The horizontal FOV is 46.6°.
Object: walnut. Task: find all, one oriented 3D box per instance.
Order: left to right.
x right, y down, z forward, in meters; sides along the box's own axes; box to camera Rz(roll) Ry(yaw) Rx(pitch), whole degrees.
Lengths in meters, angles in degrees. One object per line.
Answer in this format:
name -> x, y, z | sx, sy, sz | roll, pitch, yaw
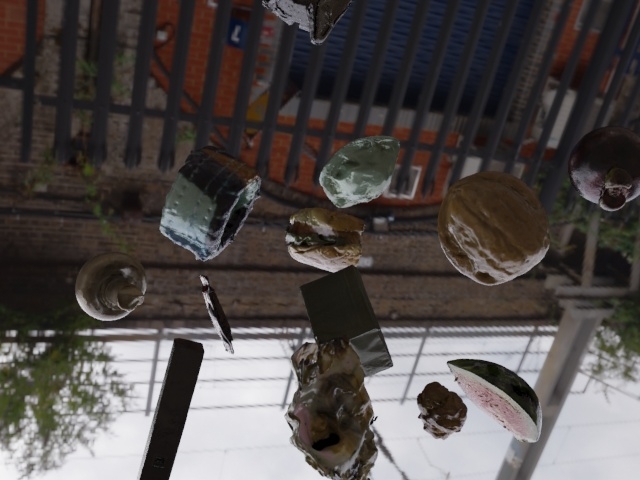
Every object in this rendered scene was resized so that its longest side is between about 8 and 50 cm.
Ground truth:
walnut -> 0.384, -0.031, 1.672 | 0.257, 0.257, 0.224 | 17, -178, 7

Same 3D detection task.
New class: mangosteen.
mangosteen -> 0.523, -0.128, 1.335 | 0.152, 0.152, 0.152 | 11, -154, -5

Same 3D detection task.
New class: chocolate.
chocolate -> -0.227, 0.159, 1.606 | 0.028, 0.182, 0.086 | -23, -169, -19

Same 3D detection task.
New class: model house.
model house -> -0.023, -0.593, 1.766 | 0.164, 0.141, 0.203 | 29, -106, 34

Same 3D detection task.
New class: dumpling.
dumpling -> 0.096, -0.149, 1.695 | 0.152, 0.219, 0.108 | -2, -135, -47

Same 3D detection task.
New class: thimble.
thimble -> -0.238, -0.078, 1.608 | 0.150, 0.237, 0.237 | 30, -152, 7

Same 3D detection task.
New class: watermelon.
watermelon -> 0.335, 0.299, 1.373 | 0.245, 0.119, 0.063 | 45, -135, -22

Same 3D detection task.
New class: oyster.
oyster -> 0.010, 0.340, 1.424 | 0.107, 0.355, 0.201 | -5, -163, 41

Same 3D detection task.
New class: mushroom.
mushroom -> -0.567, 0.135, 2.062 | 0.204, 0.204, 0.204 | 11, -154, -5

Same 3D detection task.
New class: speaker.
speaker -> -0.222, 0.257, 1.095 | 0.044, 0.218, 0.082 | 16, 179, -12

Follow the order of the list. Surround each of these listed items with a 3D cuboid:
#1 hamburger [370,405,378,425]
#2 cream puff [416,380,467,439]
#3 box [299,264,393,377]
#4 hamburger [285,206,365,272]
hamburger -> 0.043, 0.452, 1.923 | 0.183, 0.206, 0.130 | 41, -176, 18
cream puff -> 0.254, 0.365, 1.591 | 0.094, 0.122, 0.116 | 14, 169, -28
box -> 0.063, 0.201, 1.777 | 0.155, 0.149, 0.231 | -23, -141, 3
hamburger -> -0.002, -0.003, 2.173 | 0.209, 0.162, 0.330 | 16, 176, -7
